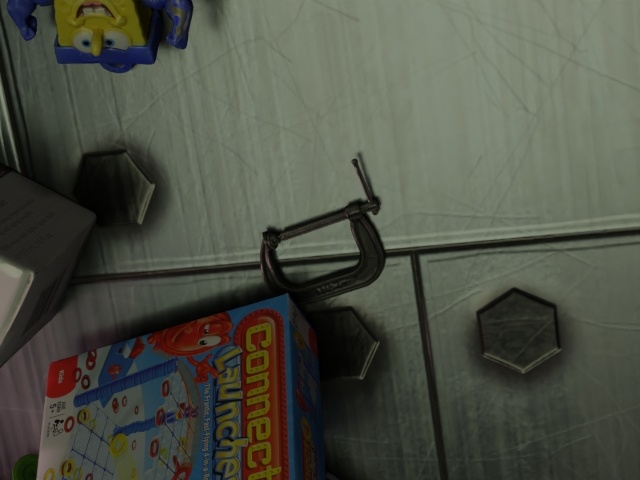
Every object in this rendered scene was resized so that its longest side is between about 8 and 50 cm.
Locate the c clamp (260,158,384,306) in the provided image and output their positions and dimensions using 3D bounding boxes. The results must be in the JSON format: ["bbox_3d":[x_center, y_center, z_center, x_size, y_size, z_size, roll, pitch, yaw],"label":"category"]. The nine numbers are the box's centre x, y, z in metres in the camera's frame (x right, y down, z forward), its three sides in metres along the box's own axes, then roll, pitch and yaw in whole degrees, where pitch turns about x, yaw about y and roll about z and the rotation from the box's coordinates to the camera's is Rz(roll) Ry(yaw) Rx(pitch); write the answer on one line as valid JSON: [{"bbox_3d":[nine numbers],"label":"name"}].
[{"bbox_3d":[0.000,0.000,1.423,0.161,0.022,0.137,-24,106,15],"label":"c clamp"}]

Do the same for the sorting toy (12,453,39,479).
[{"bbox_3d":[-0.339,0.310,1.566,0.102,0.061,0.042,48,143,2],"label":"sorting toy"}]

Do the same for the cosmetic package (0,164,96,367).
[{"bbox_3d":[-0.467,-0.024,1.401,0.385,0.217,0.156,28,110,-1],"label":"cosmetic package"}]

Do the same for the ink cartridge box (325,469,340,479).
[{"bbox_3d":[-0.058,0.320,1.491,0.208,0.087,0.153,38,109,-1],"label":"ink cartridge box"}]

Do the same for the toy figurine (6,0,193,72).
[{"bbox_3d":[-0.197,-0.272,1.343,0.362,0.191,0.217,0,137,3],"label":"toy figurine"}]

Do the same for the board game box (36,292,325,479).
[{"bbox_3d":[-0.150,0.235,1.372,0.302,0.308,0.086,-17,137,15],"label":"board game box"}]
